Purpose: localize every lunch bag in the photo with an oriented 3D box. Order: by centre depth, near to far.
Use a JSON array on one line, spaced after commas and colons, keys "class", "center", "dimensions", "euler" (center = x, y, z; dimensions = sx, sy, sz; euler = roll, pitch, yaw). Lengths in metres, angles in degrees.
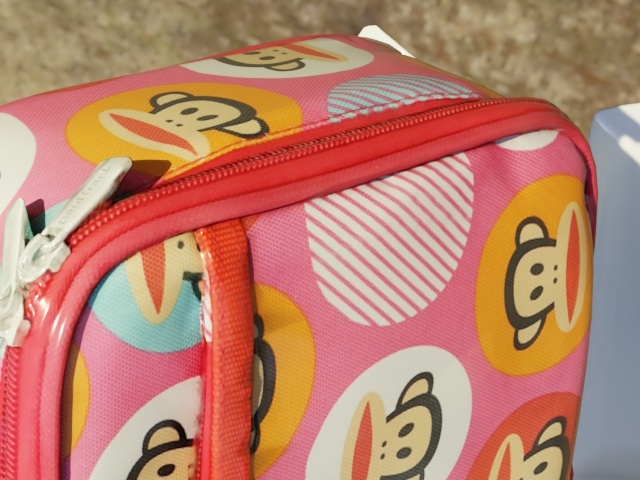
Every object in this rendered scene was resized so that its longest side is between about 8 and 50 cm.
[{"class": "lunch bag", "center": [-0.040, 0.091, 0.546], "dimensions": [0.258, 0.293, 0.120], "euler": [-17, -149, -39]}]

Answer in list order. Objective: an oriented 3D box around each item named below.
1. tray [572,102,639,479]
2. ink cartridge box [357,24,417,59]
[{"class": "tray", "center": [0.231, 0.037, 1.176], "dimensions": [0.030, 0.270, 0.145], "euler": [15, 168, -36]}, {"class": "ink cartridge box", "center": [0.000, 0.000, 0.820], "dimensions": [0.104, 0.181, 0.061], "euler": [40, -160, 9]}]
